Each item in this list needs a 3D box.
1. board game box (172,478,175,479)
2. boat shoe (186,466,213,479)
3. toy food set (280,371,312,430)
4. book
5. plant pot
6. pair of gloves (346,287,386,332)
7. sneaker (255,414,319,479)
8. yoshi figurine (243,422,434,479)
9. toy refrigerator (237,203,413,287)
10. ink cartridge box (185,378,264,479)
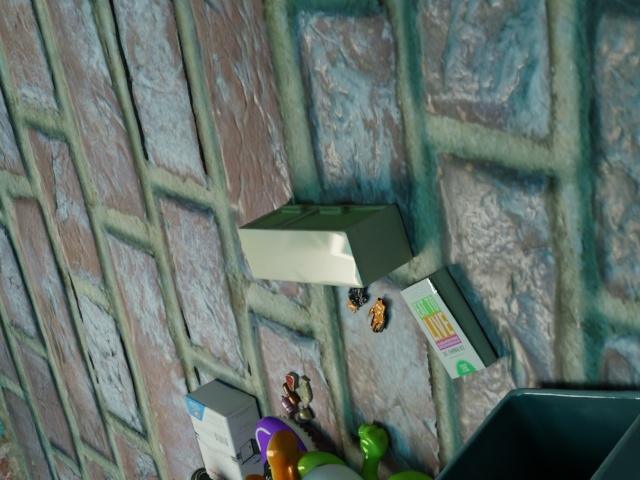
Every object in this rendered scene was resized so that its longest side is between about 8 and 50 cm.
[{"bbox_3d":[-0.221,0.572,2.170,0.145,0.027,0.281,28,153,20],"label":"board game box"},{"bbox_3d":[-0.154,0.528,2.169,0.306,0.113,0.105,34,142,36],"label":"boat shoe"},{"bbox_3d":[-0.045,0.283,1.930,0.078,0.019,0.122,26,133,42],"label":"toy food set"},{"bbox_3d":[0.175,0.117,1.505,0.144,0.035,0.096,59,151,2],"label":"book"},{"bbox_3d":[0.309,0.354,1.313,0.248,0.247,0.252,-10,117,56],"label":"plant pot"},{"bbox_3d":[0.071,0.098,1.647,0.083,0.010,0.074,45,145,28],"label":"pair of gloves"},{"bbox_3d":[-0.060,0.436,1.883,0.293,0.146,0.102,56,142,27],"label":"sneaker"},{"bbox_3d":[0.060,0.397,1.702,0.362,0.203,0.203,12,91,23],"label":"yoshi figurine"},{"bbox_3d":[0.000,0.000,1.588,0.269,0.102,0.094,2,115,54],"label":"toy refrigerator"},{"bbox_3d":[-0.176,0.384,2.126,0.140,0.082,0.190,17,128,48],"label":"ink cartridge box"}]
